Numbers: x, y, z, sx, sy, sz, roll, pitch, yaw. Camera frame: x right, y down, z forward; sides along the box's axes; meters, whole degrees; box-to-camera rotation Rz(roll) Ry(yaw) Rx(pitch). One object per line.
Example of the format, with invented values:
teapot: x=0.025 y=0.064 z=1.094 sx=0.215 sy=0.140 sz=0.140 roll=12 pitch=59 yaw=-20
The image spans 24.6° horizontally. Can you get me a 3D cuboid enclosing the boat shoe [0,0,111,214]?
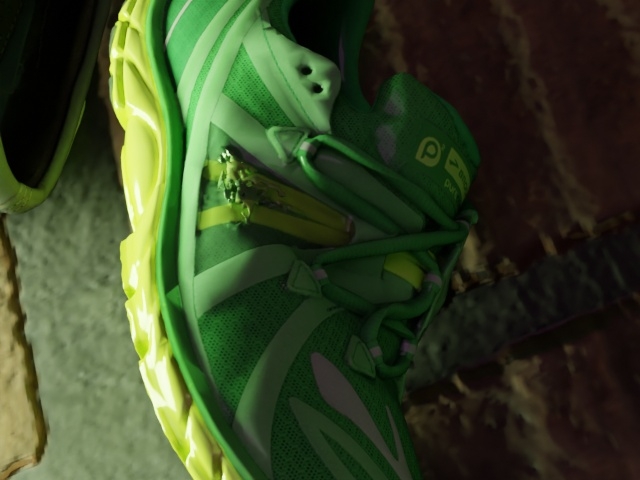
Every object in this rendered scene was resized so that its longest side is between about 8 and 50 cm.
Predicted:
boat shoe: x=-0.127 y=-0.151 z=0.655 sx=0.091 sy=0.109 sz=0.305 roll=6 pitch=72 yaw=24

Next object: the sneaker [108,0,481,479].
sneaker: x=0.000 y=0.000 z=0.520 sx=0.123 sy=0.109 sz=0.296 roll=-23 pitch=57 yaw=13
